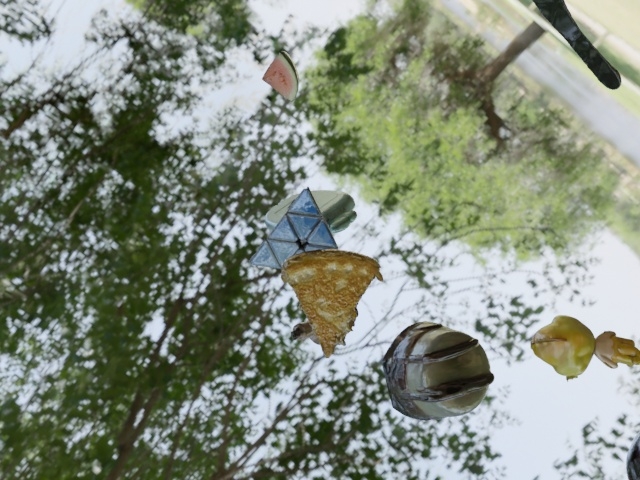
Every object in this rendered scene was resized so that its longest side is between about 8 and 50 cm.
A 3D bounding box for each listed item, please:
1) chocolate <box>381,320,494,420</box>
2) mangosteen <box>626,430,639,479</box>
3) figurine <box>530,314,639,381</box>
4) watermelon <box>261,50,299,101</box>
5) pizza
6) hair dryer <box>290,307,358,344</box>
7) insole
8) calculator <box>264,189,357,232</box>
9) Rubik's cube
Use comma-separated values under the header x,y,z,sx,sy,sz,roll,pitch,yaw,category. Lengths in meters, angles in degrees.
x,y,z,sx,sy,sz,roll,pitch,yaw,category
0.325,0.354,1.931,0.283,0.283,0.186,39,166,-10,chocolate
0.718,0.488,1.418,0.235,0.261,0.235,1,-168,0,mangosteen
0.604,0.246,1.653,0.246,0.131,0.156,4,-110,-7,figurine
-0.106,-0.432,1.840,0.135,0.094,0.125,81,177,-58,watermelon
0.018,0.115,1.319,0.188,0.199,0.062,4,179,3,pizza
-0.005,0.178,1.503,0.064,0.117,0.181,59,-152,12,hair dryer
0.529,-0.461,1.541,0.348,0.009,0.119,51,180,-2,insole
-0.022,-0.064,1.703,0.295,0.184,0.042,12,133,53,calculator
0.000,0.000,1.448,0.178,0.190,0.211,41,-122,12,Rubik's cube
